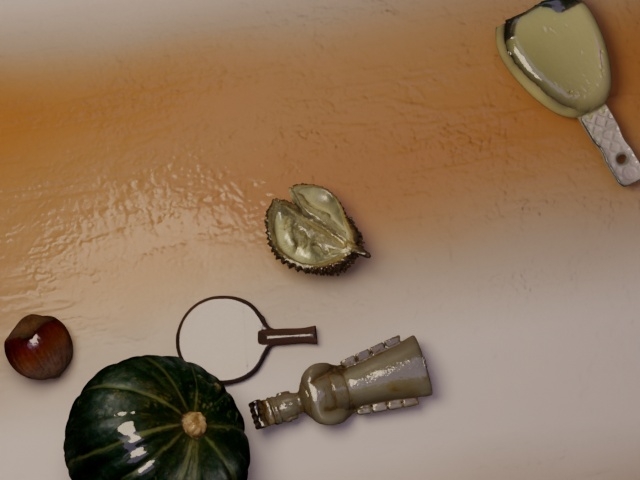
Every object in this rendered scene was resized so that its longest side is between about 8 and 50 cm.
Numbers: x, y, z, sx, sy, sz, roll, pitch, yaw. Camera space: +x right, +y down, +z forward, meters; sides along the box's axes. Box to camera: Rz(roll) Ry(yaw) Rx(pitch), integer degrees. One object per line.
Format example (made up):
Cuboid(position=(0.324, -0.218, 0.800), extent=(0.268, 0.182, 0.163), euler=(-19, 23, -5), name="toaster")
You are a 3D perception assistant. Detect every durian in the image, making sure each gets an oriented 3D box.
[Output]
Cuboid(position=(0.002, -0.002, 1.766), extent=(0.140, 0.071, 0.110), euler=(27, 75, 18), name="durian")

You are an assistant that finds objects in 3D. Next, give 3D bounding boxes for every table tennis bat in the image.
Cuboid(position=(-0.089, 0.109, 1.720), extent=(0.169, 0.119, 0.108), euler=(-4, 80, 0), name="table tennis bat")

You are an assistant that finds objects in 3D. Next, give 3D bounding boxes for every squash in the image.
Cuboid(position=(-0.183, 0.233, 1.663), extent=(0.218, 0.218, 0.172), euler=(48, 124, 7), name="squash")

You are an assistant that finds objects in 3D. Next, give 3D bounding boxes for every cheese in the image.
Cuboid(position=(0.320, -0.179, 1.813), extent=(0.127, 0.054, 0.252), euler=(-27, 82, -6), name="cheese")

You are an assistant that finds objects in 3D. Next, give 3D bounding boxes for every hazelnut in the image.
Cuboid(position=(-0.329, 0.126, 1.737), extent=(0.086, 0.086, 0.086), euler=(0, 79, -1), name="hazelnut")

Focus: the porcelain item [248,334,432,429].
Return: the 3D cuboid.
Cuboid(position=(0.022, 0.179, 1.740), extent=(0.213, 0.054, 0.084), euler=(-17, 78, -5), name="porcelain item")
